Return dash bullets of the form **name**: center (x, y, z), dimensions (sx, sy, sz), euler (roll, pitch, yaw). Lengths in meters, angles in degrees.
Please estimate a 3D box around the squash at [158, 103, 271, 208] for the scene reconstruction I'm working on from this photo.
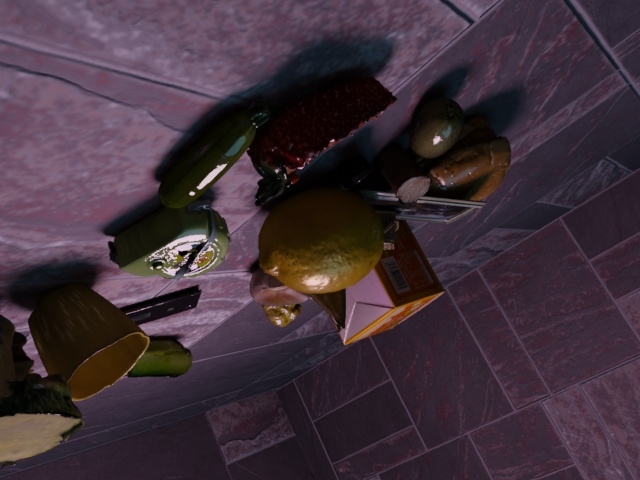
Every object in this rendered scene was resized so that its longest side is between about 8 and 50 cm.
- **squash**: center (-0.176, -0.128, 0.939), dimensions (0.252, 0.066, 0.066), euler (-38, 159, 29)

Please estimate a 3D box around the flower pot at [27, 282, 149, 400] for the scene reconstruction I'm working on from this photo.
- **flower pot**: center (-0.473, 0.189, 1.188), dimensions (0.195, 0.179, 0.195), euler (-41, 163, -15)

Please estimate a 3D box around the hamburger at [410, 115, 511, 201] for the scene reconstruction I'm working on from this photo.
- **hamburger**: center (0.324, -0.162, 1.429), dimensions (0.259, 0.144, 0.283), euler (-30, 166, 6)

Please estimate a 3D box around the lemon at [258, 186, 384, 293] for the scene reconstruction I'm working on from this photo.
- **lemon**: center (0.004, -0.001, 1.277), dimensions (0.263, 0.236, 0.236), euler (2, 147, -45)

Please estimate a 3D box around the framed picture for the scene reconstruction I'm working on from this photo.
- **framed picture**: center (0.210, -0.073, 1.417), dimensions (0.296, 0.019, 0.232), euler (5, 171, -7)

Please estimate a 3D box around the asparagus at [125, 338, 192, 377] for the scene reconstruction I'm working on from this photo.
- **asparagus**: center (-0.514, 0.341, 1.717), dimensions (0.128, 0.108, 0.382), euler (-30, 160, 15)

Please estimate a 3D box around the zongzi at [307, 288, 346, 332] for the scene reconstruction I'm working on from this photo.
- **zongzi**: center (0.002, 0.113, 1.494), dimensions (0.123, 0.289, 0.260), euler (-22, 163, -7)

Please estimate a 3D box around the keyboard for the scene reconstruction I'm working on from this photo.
- **keyboard**: center (-0.452, 0.184, 1.488), dimensions (0.317, 0.027, 0.106), euler (-16, 156, -32)

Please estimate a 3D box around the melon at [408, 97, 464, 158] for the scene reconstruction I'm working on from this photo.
- **melon**: center (0.228, -0.221, 1.194), dimensions (0.099, 0.099, 0.162), euler (-21, 167, -17)

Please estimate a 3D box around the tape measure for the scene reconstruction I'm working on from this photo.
- **tape measure**: center (-0.260, -0.001, 1.117), dimensions (0.200, 0.106, 0.175), euler (-32, 148, 11)

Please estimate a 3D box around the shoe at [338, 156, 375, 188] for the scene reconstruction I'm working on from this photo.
- **shoe**: center (0.071, -0.150, 1.248), dimensions (0.071, 0.049, 0.179), euler (-38, -175, -1)

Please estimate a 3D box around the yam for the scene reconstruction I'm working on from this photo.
- **yam**: center (0.175, -0.145, 1.283), dimensions (0.084, 0.127, 0.084), euler (-16, 140, -15)

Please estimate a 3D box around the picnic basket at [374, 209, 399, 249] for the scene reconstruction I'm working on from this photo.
- **picnic basket**: center (0.107, -0.026, 1.450), dimensions (0.164, 0.079, 0.115), euler (3, 171, 8)

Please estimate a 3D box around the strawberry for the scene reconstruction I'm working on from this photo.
- **strawberry**: center (-0.019, -0.178, 0.973), dimensions (0.286, 0.106, 0.188), euler (-39, -174, -6)

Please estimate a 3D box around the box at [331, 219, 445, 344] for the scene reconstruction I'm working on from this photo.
- **box**: center (0.144, 0.092, 1.649), dimensions (0.214, 0.283, 0.259), euler (-11, 157, -36)

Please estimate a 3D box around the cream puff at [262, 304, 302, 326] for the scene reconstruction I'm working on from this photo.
- **cream puff**: center (-0.106, 0.179, 1.784), dimensions (0.116, 0.146, 0.146), euler (-31, 162, 10)

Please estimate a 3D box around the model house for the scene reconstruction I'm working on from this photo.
- **model house**: center (-0.578, 0.236, 1.039), dimensions (0.261, 0.266, 0.321), euler (-2, 149, -39)

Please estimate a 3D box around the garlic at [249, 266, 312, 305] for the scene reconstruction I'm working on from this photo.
- **garlic**: center (-0.100, 0.136, 1.643), dimensions (0.128, 0.148, 0.266), euler (-52, 151, 10)
